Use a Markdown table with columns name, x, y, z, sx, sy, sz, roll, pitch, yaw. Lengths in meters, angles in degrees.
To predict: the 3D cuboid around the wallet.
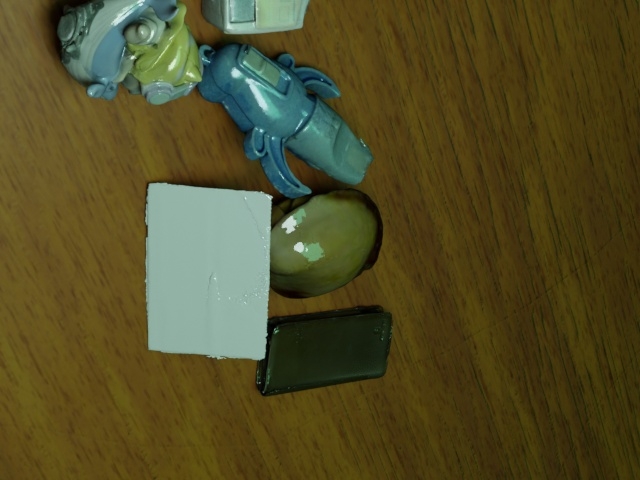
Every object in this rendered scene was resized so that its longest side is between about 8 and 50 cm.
| name | x | y | z | sx | sy | sz | roll | pitch | yaw |
| --- | --- | --- | --- | --- | --- | --- | --- | --- | --- |
| wallet | 0.008 | 0.148 | 2.033 | 0.198 | 0.031 | 0.110 | -5 | 111 | -33 |

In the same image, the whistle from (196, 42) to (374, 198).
| name | x | y | z | sx | sy | sz | roll | pitch | yaw |
| --- | --- | --- | --- | --- | --- | --- | --- | --- | --- |
| whistle | -0.045 | -0.155 | 1.815 | 0.269 | 0.093 | 0.180 | 38 | 50 | -27 |

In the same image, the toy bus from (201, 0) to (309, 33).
| name | x | y | z | sx | sy | sz | roll | pitch | yaw |
| --- | --- | --- | --- | --- | --- | --- | --- | --- | --- |
| toy bus | -0.071 | -0.411 | 1.714 | 0.138 | 0.097 | 0.342 | -10 | 116 | -23 |

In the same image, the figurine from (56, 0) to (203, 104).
| name | x | y | z | sx | sy | sz | roll | pitch | yaw |
| --- | --- | --- | --- | --- | --- | --- | --- | --- | --- |
| figurine | -0.203 | -0.225 | 1.666 | 0.184 | 0.128 | 0.208 | 3 | 148 | -35 |

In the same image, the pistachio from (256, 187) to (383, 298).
| name | x | y | z | sx | sy | sz | roll | pitch | yaw |
| --- | --- | --- | --- | --- | --- | --- | --- | --- | --- |
| pistachio | 0.000 | 0.000 | 1.908 | 0.210 | 0.130 | 0.165 | 7 | 124 | -42 |

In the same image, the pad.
| name | x | y | z | sx | sy | sz | roll | pitch | yaw |
| --- | --- | --- | --- | --- | --- | --- | --- | --- | --- |
| pad | -0.140 | 0.042 | 1.847 | 0.157 | 0.004 | 0.232 | 5 | 113 | 4 |
